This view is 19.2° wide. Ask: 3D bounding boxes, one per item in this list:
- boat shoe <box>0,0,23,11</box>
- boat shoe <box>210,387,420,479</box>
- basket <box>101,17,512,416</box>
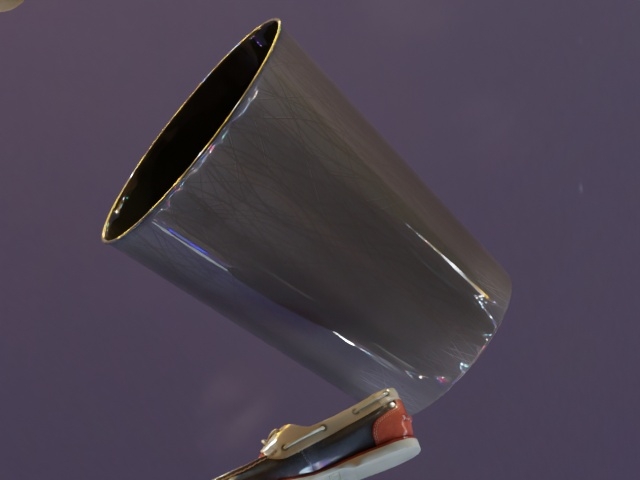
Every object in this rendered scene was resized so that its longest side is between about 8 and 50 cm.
[{"bbox_3d":[-0.155,-0.201,0.962,0.059,0.063,0.170,19,-98,35],"label":"boat shoe"},{"bbox_3d":[-0.010,0.128,1.125,0.137,0.049,0.043,-19,-110,-7],"label":"boat shoe"},{"bbox_3d":[0.000,0.000,1.226,0.227,0.154,0.204,41,-136,-14],"label":"basket"}]
